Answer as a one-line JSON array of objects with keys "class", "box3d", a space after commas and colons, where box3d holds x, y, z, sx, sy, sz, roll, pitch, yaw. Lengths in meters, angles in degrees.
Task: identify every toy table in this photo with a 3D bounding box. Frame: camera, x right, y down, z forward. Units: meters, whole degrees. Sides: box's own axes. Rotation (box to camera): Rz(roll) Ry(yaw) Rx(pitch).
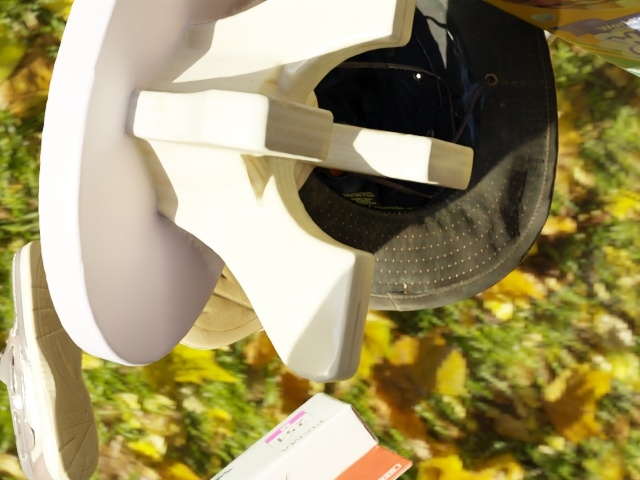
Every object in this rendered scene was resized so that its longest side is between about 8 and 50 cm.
[{"class": "toy table", "box3d": [-0.035, -0.056, 0.780, 0.252, 0.160, 0.274, -16, 113, -58]}]

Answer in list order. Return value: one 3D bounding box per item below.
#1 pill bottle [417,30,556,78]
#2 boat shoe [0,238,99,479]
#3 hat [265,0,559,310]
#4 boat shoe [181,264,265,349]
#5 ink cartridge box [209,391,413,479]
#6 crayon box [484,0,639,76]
[{"class": "pill bottle", "box3d": [0.192, -0.316, 1.573, 0.229, 0.229, 0.408, 37, 106, -22]}, {"class": "boat shoe", "box3d": [-0.328, 0.144, 1.624, 0.103, 0.092, 0.285, -4, 83, -66]}, {"class": "hat", "box3d": [0.020, -0.105, 1.018, 0.331, 0.134, 0.331, 5, 78, -24]}, {"class": "boat shoe", "box3d": [0.000, 0.000, 1.307, 0.341, 0.110, 0.122, -22, 88, -16]}, {"class": "ink cartridge box", "box3d": [-0.059, 0.269, 1.409, 0.275, 0.239, 0.060, -38, 98, -11]}, {"class": "crayon box", "box3d": [0.230, -0.195, 0.936, 0.323, 0.203, 0.083, 15, 75, -44]}]
